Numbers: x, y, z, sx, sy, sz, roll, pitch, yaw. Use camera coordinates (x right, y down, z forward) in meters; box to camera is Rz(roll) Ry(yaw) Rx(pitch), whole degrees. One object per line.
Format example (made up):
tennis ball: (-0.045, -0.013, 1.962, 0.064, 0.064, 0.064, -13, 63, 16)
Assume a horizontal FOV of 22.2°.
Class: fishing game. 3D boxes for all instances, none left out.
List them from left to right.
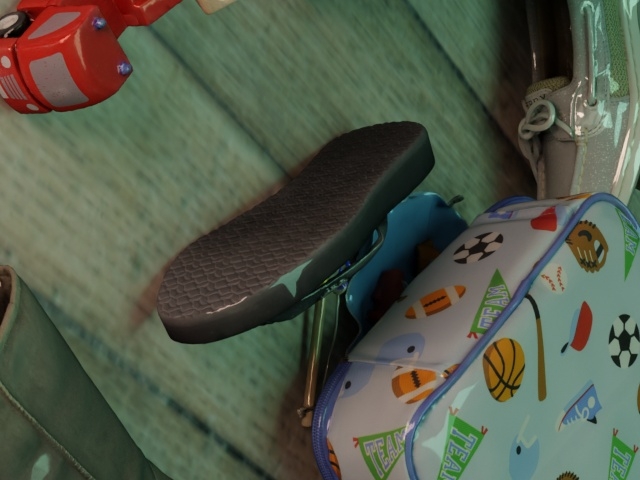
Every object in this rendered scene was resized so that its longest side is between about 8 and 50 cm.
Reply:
fishing game: (0.076, 0.057, 1.133, 0.264, 0.041, 0.189, 20, 77, -54)

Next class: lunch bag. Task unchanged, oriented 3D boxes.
lunch bag: (0.132, 0.129, 1.078, 0.303, 0.115, 0.243, -45, 119, -34)

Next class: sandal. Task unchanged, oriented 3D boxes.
sandal: (0.001, 0.000, 0.968, 0.254, 0.097, 0.054, -39, 121, -48)

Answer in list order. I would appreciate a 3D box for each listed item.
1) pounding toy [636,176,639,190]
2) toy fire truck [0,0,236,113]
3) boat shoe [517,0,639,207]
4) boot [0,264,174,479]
pounding toy: (0.321, -0.145, 1.380, 0.155, 0.154, 0.270, 45, 56, -46)
toy fire truck: (-0.070, -0.138, 0.827, 0.192, 0.135, 0.047, -59, 136, -36)
boat shoe: (0.188, -0.149, 1.241, 0.103, 0.118, 0.320, 4, 91, -13)
boot: (-0.134, 0.144, 0.797, 0.208, 0.076, 0.190, 62, 29, -45)
